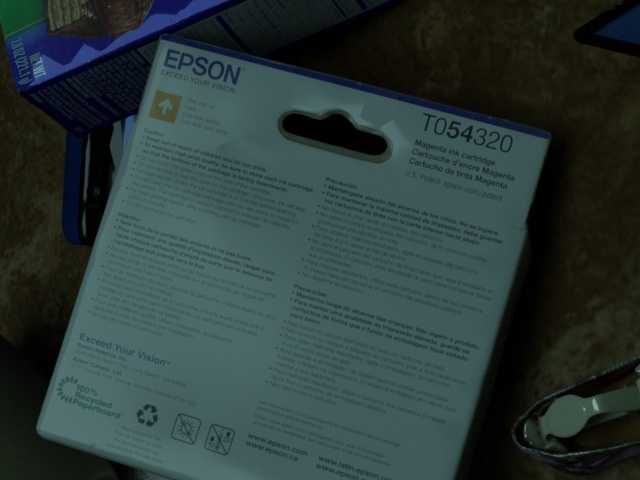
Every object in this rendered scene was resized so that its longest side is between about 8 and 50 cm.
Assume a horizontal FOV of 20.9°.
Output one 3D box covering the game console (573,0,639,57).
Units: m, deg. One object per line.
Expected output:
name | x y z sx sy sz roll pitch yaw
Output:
game console | 0.259 -0.177 1.166 0.144 0.085 0.124 22 103 43

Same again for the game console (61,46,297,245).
game console | -0.134 -0.135 1.597 0.250 0.173 0.293 -177 91 -76

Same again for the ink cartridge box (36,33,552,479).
ink cartridge box | -0.017 0.040 1.325 0.324 0.071 0.330 16 85 15

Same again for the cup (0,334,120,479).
cup | -0.325 0.245 1.595 0.237 0.331 0.331 23 105 18

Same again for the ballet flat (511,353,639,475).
ballet flat | 0.221 0.109 1.190 0.221 0.079 0.077 -30 66 39

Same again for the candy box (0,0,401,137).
candy box | -0.118 -0.274 1.440 0.317 0.122 0.268 -22 69 12

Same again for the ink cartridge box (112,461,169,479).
ink cartridge box | -0.113 0.243 1.550 0.225 0.056 0.181 -36 62 58

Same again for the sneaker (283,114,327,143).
sneaker | 0.000 0.000 1.405 0.146 0.102 0.293 -28 75 21
